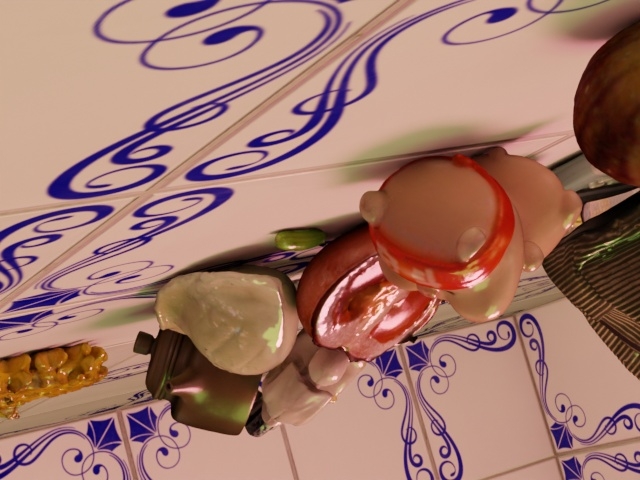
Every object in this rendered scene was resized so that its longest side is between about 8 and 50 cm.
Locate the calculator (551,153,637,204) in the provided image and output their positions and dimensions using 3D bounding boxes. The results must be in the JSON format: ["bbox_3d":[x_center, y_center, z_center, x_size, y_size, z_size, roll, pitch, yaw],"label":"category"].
[{"bbox_3d":[0.361,-0.090,1.562,0.184,0.042,0.295,-11,168,-32],"label":"calculator"}]

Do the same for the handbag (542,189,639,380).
[{"bbox_3d":[0.473,0.028,1.647,0.340,0.240,0.247,-29,175,-12],"label":"handbag"}]

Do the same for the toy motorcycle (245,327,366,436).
[{"bbox_3d":[0.018,0.135,1.768,0.341,0.108,0.223,-50,-175,-7],"label":"toy motorcycle"}]

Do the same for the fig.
[{"bbox_3d":[0.293,-0.110,0.936,0.160,0.143,0.230,13,157,-35],"label":"fig"}]

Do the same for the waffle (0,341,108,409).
[{"bbox_3d":[-0.451,0.220,2.016,0.259,0.069,0.293,-11,172,-25],"label":"waffle"}]

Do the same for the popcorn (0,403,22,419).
[{"bbox_3d":[-0.521,0.260,2.187,0.059,0.068,0.083,6,-156,-5],"label":"popcorn"}]

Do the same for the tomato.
[{"bbox_3d":[0.062,0.041,1.605,0.199,0.112,0.228,-43,148,7],"label":"tomato"}]

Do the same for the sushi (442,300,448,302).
[{"bbox_3d":[0.155,0.069,2.062,0.150,0.091,0.078,-19,175,12],"label":"sushi"}]

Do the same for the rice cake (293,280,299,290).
[{"bbox_3d":[0.014,0.074,2.023,0.033,0.033,0.207,-31,166,28],"label":"rice cake"}]

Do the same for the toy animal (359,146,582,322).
[{"bbox_3d":[0.143,-0.011,1.287,0.197,0.171,0.171,-17,175,-45],"label":"toy animal"}]

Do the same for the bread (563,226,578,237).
[{"bbox_3d":[0.371,-0.019,2.007,0.286,0.056,0.207,-5,165,-45],"label":"bread"}]

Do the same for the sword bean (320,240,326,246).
[{"bbox_3d":[0.000,0.000,1.583,0.012,0.012,0.083,-16,172,1],"label":"sword bean"}]

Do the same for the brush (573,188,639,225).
[{"bbox_3d":[0.443,-0.057,1.892,0.297,0.068,0.060,-11,-170,-42],"label":"brush"}]

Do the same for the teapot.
[{"bbox_3d":[-0.172,0.158,1.833,0.175,0.186,0.268,19,-164,-9],"label":"teapot"}]

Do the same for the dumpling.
[{"bbox_3d":[-0.116,0.089,1.620,0.179,0.131,0.252,11,162,2],"label":"dumpling"}]

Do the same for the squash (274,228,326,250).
[{"bbox_3d":[-0.020,-0.001,1.496,0.027,0.027,0.089,-22,171,37],"label":"squash"}]
